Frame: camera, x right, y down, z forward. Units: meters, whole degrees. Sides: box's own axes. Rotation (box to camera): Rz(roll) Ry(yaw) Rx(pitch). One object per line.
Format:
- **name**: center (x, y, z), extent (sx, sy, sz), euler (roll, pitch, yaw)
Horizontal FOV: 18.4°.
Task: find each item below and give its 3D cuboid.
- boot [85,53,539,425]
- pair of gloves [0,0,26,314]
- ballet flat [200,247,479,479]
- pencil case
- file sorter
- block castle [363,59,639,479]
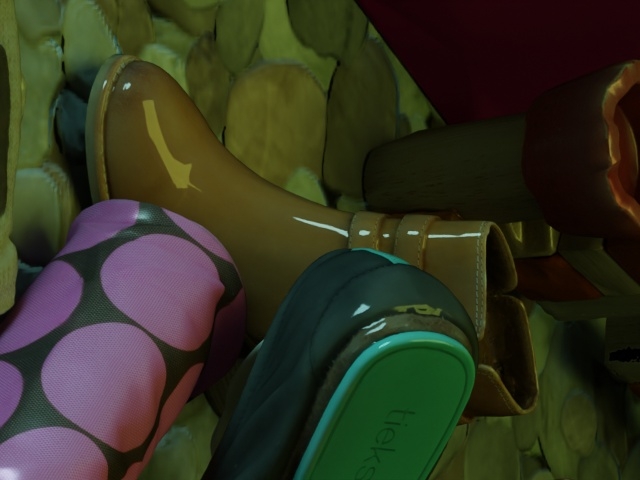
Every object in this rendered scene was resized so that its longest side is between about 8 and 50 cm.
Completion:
- **boot**: center (0.000, 0.000, 0.811), extent (0.197, 0.152, 0.073), euler (63, 40, -32)
- **pair of gloves**: center (-0.186, -0.055, 0.634), extent (0.240, 0.042, 0.204), euler (-14, 104, -51)
- **ballet flat**: center (-0.024, 0.125, 0.782), extent (0.095, 0.096, 0.280), euler (18, 109, -33)
- **pencil case**: center (-0.096, 0.083, 0.716), extent (0.209, 0.095, 0.098), euler (-61, 144, -42)
- **file sorter**: center (0.142, -0.179, 1.006), extent (0.291, 0.202, 0.182), euler (49, 47, -44)
- **block castle**: center (0.206, 0.135, 1.023), extent (0.453, 0.212, 0.303), euler (38, 56, -41)
